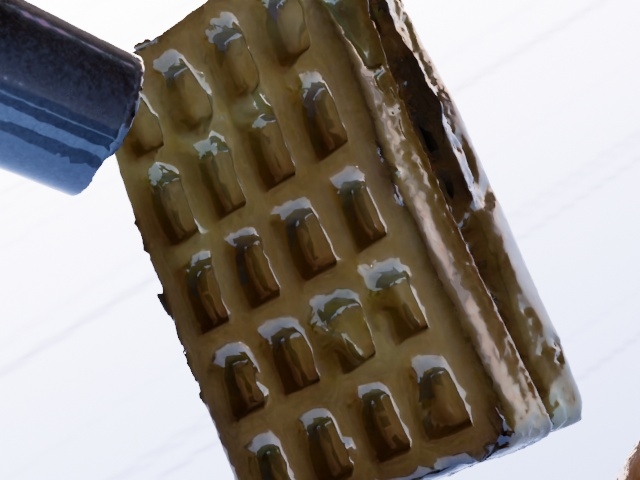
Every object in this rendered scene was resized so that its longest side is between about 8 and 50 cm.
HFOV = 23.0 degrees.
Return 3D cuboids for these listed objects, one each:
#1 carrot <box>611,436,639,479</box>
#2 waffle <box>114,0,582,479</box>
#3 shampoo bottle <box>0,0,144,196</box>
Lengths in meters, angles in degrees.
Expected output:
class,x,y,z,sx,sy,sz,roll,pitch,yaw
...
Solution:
class,x,y,z,sx,sy,sz,roll,pitch,yaw
carrot,0.407,0.263,1.714,0.196,0.254,0.196,13,-156,-6
waffle,0.000,0.000,0.961,0.224,0.327,0.098,-28,171,35
shampoo bottle,-0.147,-0.071,0.393,0.072,0.214,0.072,-45,-149,38
